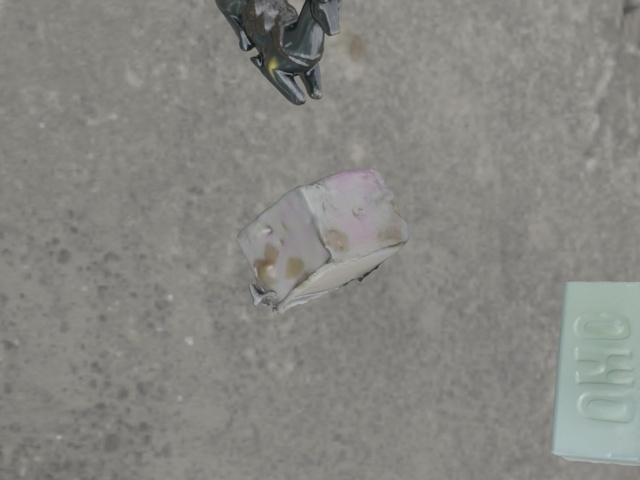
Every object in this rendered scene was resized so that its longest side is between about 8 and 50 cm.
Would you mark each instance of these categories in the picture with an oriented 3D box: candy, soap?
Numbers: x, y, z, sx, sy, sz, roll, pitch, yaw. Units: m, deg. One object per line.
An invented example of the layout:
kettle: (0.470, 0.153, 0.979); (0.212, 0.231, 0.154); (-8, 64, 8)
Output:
candy: (0.000, 0.000, 1.573); (0.195, 0.185, 0.137); (-18, 74, -47)
soap: (0.329, 0.149, 1.275); (0.066, 0.119, 0.198); (27, 66, -54)

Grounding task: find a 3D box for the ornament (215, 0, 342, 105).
ornament: (-0.029, -0.297, 1.271); (0.080, 0.236, 0.202); (-22, 68, -29)
